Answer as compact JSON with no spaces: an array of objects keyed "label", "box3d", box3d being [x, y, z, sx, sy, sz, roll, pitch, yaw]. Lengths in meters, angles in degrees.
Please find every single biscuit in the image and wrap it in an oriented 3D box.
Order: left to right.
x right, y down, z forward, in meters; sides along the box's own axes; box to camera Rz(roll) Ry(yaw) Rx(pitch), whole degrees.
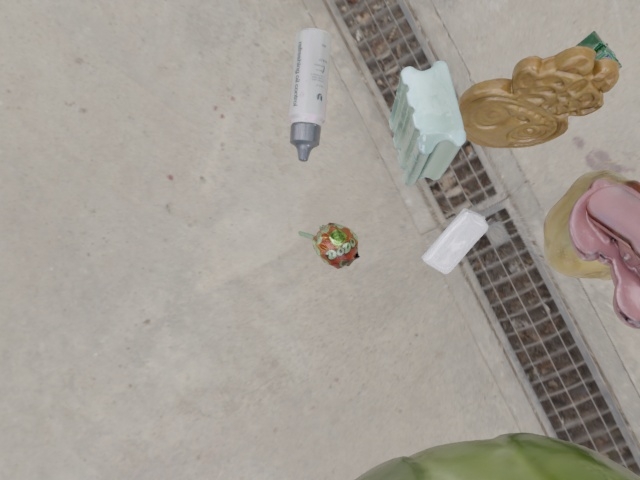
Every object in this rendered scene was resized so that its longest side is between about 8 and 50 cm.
[{"label":"biscuit","box3d":[0.350,-0.223,1.131,0.289,0.202,0.044,-22,55,53]}]

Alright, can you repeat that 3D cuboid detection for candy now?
[{"label":"candy","box3d":[0.002,0.000,1.361,0.078,0.288,0.084,-46,105,-8]}]

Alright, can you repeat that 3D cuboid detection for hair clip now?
[{"label":"hair clip","box3d":[0.329,0.010,0.715,0.123,0.102,0.138,-38,50,-14]}]

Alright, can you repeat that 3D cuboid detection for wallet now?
[{"label":"wallet","box3d":[0.353,0.002,1.780,0.095,0.033,0.190,31,110,-25]}]

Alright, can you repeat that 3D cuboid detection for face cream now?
[{"label":"face cream","box3d":[-0.028,-0.339,1.621,0.092,0.092,0.311,3,84,13]}]

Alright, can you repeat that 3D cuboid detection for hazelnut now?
[{"label":"hazelnut","box3d":[0.604,-0.015,1.459,0.261,0.261,0.241,-16,131,13]}]

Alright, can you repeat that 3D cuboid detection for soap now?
[{"label":"soap","box3d":[0.147,-0.160,0.978,0.067,0.198,0.118,-14,81,-1]}]

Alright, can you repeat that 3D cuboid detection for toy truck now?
[{"label":"toy truck","box3d":[0.701,-0.461,1.716,0.079,0.147,0.065,41,120,-17]}]

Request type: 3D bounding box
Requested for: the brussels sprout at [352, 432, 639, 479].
[{"label":"brussels sprout","box3d":[0.124,0.290,0.425,0.371,0.276,0.314,19,116,54]}]
